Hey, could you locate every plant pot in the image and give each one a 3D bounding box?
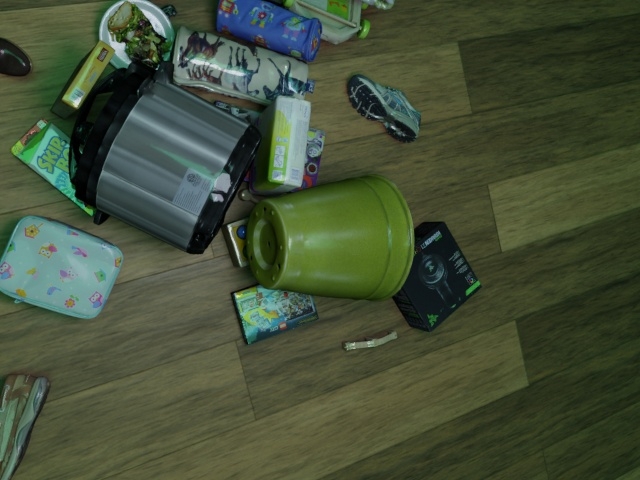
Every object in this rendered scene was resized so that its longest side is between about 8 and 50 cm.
[{"bbox_3d":[0.000,0.000,1.604,0.352,0.366,0.367,-3,91,-32],"label":"plant pot"}]

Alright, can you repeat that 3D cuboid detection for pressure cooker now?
[{"bbox_3d":[-0.393,-0.207,1.441,0.420,0.375,0.370,26,62,-8],"label":"pressure cooker"}]

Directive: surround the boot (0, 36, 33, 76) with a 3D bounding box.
[{"bbox_3d":[-0.831,-0.437,1.377,0.248,0.207,0.090,23,113,-13],"label":"boot"}]

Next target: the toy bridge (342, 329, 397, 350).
[{"bbox_3d":[0.160,0.319,1.863,0.188,0.063,0.026,-9,94,-23],"label":"toy bridge"}]

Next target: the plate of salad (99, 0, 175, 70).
[{"bbox_3d":[-0.488,-0.543,1.581,0.199,0.048,0.200,-10,113,-25],"label":"plate of salad"}]

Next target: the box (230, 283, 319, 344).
[{"bbox_3d":[-0.134,0.195,1.752,0.233,0.044,0.159,-17,96,-21],"label":"box"}]

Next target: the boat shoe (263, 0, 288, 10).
[{"bbox_3d":[-0.119,-0.666,1.746,0.206,0.065,0.075,14,85,-22],"label":"boat shoe"}]

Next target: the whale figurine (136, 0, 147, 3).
[{"bbox_3d":[-0.490,-0.740,1.552,0.272,0.141,0.216,-8,93,-22],"label":"whale figurine"}]

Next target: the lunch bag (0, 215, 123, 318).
[{"bbox_3d":[-0.667,0.072,1.499,0.279,0.108,0.224,23,86,-19],"label":"lunch bag"}]

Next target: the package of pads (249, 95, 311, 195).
[{"bbox_3d":[-0.112,-0.246,1.577,0.101,0.296,0.229,7,87,-18],"label":"package of pads"}]

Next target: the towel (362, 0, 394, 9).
[{"bbox_3d":[0.075,-0.893,1.769,0.374,0.090,0.321,20,65,-19],"label":"towel"}]

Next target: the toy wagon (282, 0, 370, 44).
[{"bbox_3d":[0.025,-0.755,1.778,0.267,0.068,0.345,15,64,-22],"label":"toy wagon"}]

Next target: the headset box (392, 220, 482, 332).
[{"bbox_3d":[0.347,0.121,1.903,0.246,0.131,0.283,-36,104,-18],"label":"headset box"}]

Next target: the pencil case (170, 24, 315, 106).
[{"bbox_3d":[-0.228,-0.464,1.647,0.410,0.160,0.184,9,58,-23],"label":"pencil case"}]

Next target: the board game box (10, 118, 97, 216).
[{"bbox_3d":[-0.663,-0.193,1.543,0.259,0.039,0.124,41,74,-14],"label":"board game box"}]

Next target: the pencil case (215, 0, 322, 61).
[{"bbox_3d":[-0.142,-0.604,1.648,0.306,0.119,0.133,21,78,5],"label":"pencil case"}]

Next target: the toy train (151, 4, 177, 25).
[{"bbox_3d":[-0.468,-0.607,1.623,0.158,0.027,0.036,-36,101,-18],"label":"toy train"}]

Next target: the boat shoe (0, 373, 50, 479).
[{"bbox_3d":[-0.783,0.484,1.456,0.116,0.123,0.325,21,76,-14],"label":"boat shoe"}]

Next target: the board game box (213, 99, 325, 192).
[{"bbox_3d":[-0.165,-0.265,1.740,0.346,0.056,0.208,11,90,-22],"label":"board game box"}]

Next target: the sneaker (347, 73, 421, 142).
[{"bbox_3d":[0.206,-0.436,1.876,0.283,0.110,0.122,38,59,-21],"label":"sneaker"}]

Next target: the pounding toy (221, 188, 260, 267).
[{"bbox_3d":[-0.188,-0.050,1.703,0.181,0.094,0.206,-20,98,-21],"label":"pounding toy"}]

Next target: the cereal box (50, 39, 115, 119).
[{"bbox_3d":[-0.593,-0.392,1.457,0.047,0.240,0.173,33,77,-30],"label":"cereal box"}]
